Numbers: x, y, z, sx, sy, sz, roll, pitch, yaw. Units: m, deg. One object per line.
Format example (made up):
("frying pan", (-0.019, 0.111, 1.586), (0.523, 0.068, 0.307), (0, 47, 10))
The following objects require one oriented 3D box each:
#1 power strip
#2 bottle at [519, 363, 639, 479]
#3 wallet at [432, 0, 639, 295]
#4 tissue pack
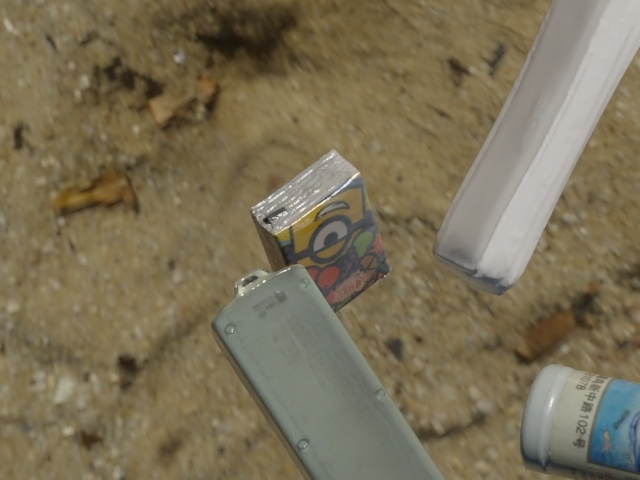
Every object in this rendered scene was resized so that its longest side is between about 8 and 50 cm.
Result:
("power strip", (0.030, 0.124, 0.923), (0.060, 0.027, 0.252), (-32, 86, -14))
("bottle", (0.209, 0.111, 0.881), (0.217, 0.060, 0.060), (12, 116, 22))
("wallet", (0.117, -0.062, 0.936), (0.033, 0.095, 0.190), (27, 93, -18))
("tissue pack", (0.000, 0.000, 0.974), (0.063, 0.035, 0.083), (-37, 140, -17))
